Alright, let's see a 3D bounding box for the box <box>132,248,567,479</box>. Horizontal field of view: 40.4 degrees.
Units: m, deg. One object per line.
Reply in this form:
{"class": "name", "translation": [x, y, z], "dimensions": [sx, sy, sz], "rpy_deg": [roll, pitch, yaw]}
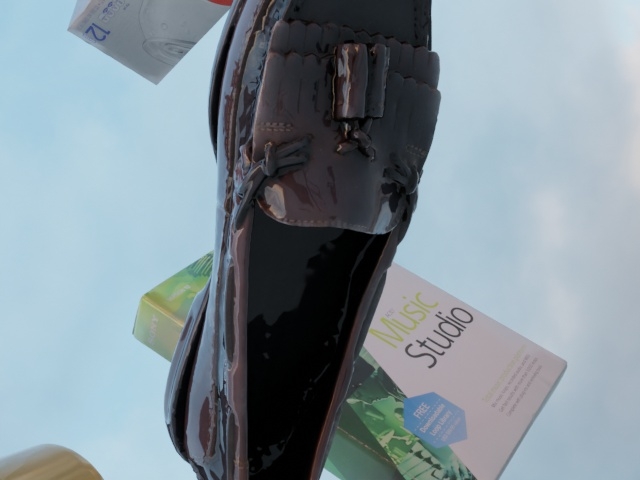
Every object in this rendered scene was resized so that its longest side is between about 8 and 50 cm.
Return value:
{"class": "box", "translation": [0.032, 0.097, 0.769], "dimensions": [0.232, 0.322, 0.058], "rpy_deg": [-37, -30, -51]}

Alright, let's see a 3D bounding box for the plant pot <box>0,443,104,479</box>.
{"class": "plant pot", "translation": [-0.291, 0.282, 0.781], "dimensions": [0.188, 0.205, 0.205], "rpy_deg": [-33, -55, -62]}

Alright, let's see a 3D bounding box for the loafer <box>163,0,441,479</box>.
{"class": "loafer", "translation": [0.000, 0.000, 0.397], "dimensions": [0.109, 0.095, 0.302], "rpy_deg": [4, -67, -25]}

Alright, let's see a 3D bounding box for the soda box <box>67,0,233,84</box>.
{"class": "soda box", "translation": [-0.081, -0.252, 0.675], "dimensions": [0.091, 0.286, 0.098], "rpy_deg": [30, -138, -31]}
